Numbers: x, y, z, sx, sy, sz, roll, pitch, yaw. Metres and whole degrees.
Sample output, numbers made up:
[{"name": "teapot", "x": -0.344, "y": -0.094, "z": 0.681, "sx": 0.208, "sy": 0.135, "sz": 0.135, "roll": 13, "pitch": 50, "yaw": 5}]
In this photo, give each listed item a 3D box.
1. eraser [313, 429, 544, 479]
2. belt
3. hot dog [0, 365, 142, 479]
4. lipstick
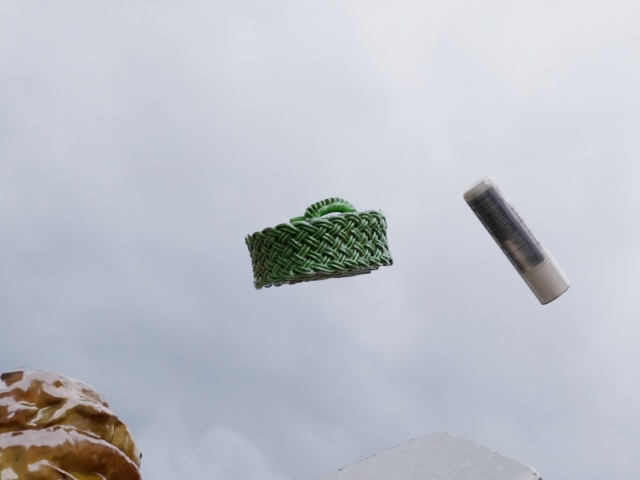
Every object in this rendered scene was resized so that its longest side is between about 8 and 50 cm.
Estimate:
[{"name": "eraser", "x": -0.052, "y": 0.196, "z": 0.629, "sx": 0.111, "sy": 0.352, "sz": 0.077, "roll": 10, "pitch": -64, "yaw": 65}, {"name": "belt", "x": 0.000, "y": 0.000, "z": 1.286, "sx": 0.151, "sy": 0.079, "sz": 0.121, "roll": -7, "pitch": -5, "yaw": -23}, {"name": "hot dog", "x": -0.192, "y": 0.170, "z": 0.697, "sx": 0.114, "sy": 0.175, "sz": 0.259, "roll": 62, "pitch": -34, "yaw": 18}, {"name": "lipstick", "x": 0.197, "y": -0.002, "z": 1.304, "sx": 0.141, "sy": 0.040, "sz": 0.040, "roll": 53, "pitch": -31, "yaw": -6}]
